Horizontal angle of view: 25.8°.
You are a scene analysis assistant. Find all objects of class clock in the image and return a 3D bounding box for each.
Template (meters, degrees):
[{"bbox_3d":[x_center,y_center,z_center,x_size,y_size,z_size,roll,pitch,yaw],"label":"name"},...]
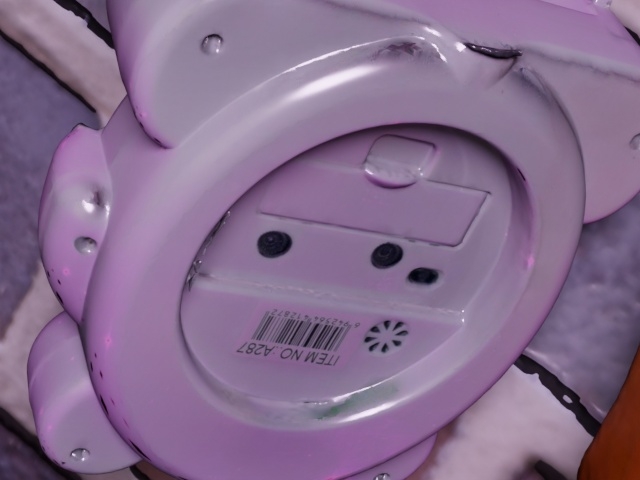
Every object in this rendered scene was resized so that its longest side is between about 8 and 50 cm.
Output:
[{"bbox_3d":[0.000,0.000,0.567,0.248,0.227,0.090,-63,32,31],"label":"clock"}]

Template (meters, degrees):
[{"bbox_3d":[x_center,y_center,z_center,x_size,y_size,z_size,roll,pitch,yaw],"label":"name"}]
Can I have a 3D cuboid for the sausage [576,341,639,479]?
[{"bbox_3d":[0.193,-0.003,0.529,0.097,0.094,0.349,27,107,19],"label":"sausage"}]
